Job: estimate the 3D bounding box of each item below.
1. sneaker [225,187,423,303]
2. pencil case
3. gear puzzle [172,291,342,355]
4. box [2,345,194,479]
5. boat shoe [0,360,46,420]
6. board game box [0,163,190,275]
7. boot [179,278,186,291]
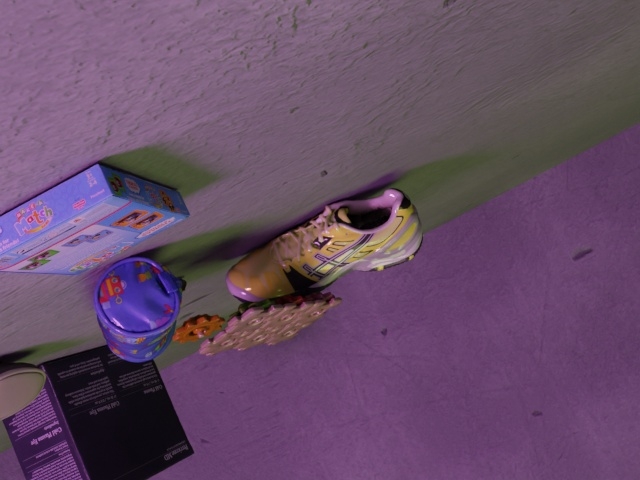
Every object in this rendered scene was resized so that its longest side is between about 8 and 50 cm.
[{"bbox_3d":[0.000,0.000,1.487,0.384,0.145,0.147,-22,139,-6],"label":"sneaker"},{"bbox_3d":[-0.280,0.113,1.247,0.133,0.119,0.306,-32,174,-18],"label":"pencil case"},{"bbox_3d":[-0.125,0.139,1.385,0.175,0.044,0.338,-39,157,34],"label":"gear puzzle"},{"bbox_3d":[-0.503,0.418,1.801,0.178,0.313,0.343,-30,171,25],"label":"box"},{"bbox_3d":[-0.610,0.261,1.346,0.335,0.095,0.112,-17,132,-66],"label":"boat shoe"},{"bbox_3d":[-0.247,-0.014,0.839,0.160,0.039,0.211,-27,171,7],"label":"board game box"},{"bbox_3d":[-0.304,0.111,1.447,0.114,0.037,0.106,-27,-174,29],"label":"boot"}]
